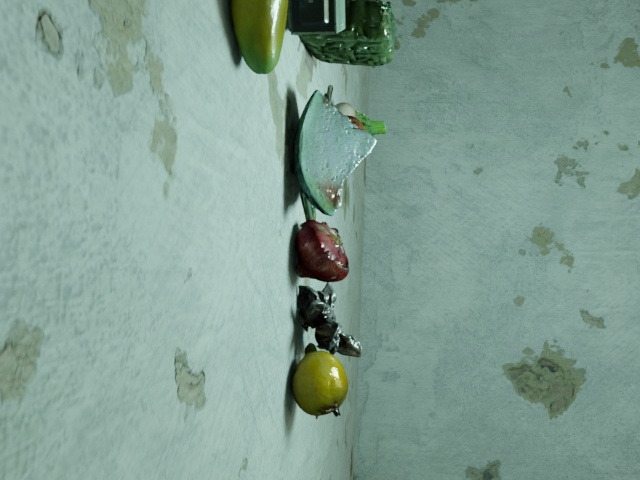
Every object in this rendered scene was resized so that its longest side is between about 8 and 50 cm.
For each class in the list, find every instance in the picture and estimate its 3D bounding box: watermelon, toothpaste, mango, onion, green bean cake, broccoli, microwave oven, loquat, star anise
[{"bbox_3d":[0.042,-0.207,1.536,0.289,0.213,0.320,50,31,-79],"label":"watermelon"},{"bbox_3d":[-0.029,-0.093,1.692,0.204,0.031,0.049,80,16,-59],"label":"toothpaste"},{"bbox_3d":[-0.100,-0.377,1.005,0.130,0.091,0.195,-74,168,-61],"label":"mango"},{"bbox_3d":[-0.008,0.038,1.577,0.184,0.147,0.184,55,8,-11],"label":"onion"},{"bbox_3d":[0.076,-0.555,1.589,0.255,0.241,0.132,-13,109,-81],"label":"green bean cake"},{"bbox_3d":[0.157,-0.411,2.279,0.220,0.194,0.194,61,32,-65],"label":"broccoli"},{"bbox_3d":[-0.014,-0.583,1.375,0.163,0.129,0.205,-62,153,-65],"label":"microwave oven"},{"bbox_3d":[-0.004,0.368,1.590,0.172,0.149,0.205,74,3,-60],"label":"loquat"},{"bbox_3d":[0.012,0.224,1.651,0.212,0.129,0.283,61,-1,39],"label":"star anise"}]

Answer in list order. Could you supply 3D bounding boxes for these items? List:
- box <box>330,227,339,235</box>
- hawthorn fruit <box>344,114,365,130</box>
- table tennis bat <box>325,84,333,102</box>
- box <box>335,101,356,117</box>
[{"bbox_3d":[0.000,0.000,1.701,0.054,0.099,0.074,-2,94,-66],"label":"box"},{"bbox_3d":[0.064,-0.292,1.820,0.173,0.172,0.173,2,90,-81],"label":"hawthorn fruit"},{"bbox_3d":[0.025,-0.455,1.999,0.095,0.014,0.158,76,20,-56],"label":"table tennis bat"},{"bbox_3d":[0.080,-0.385,2.122,0.146,0.088,0.200,-47,139,-74],"label":"box"}]
